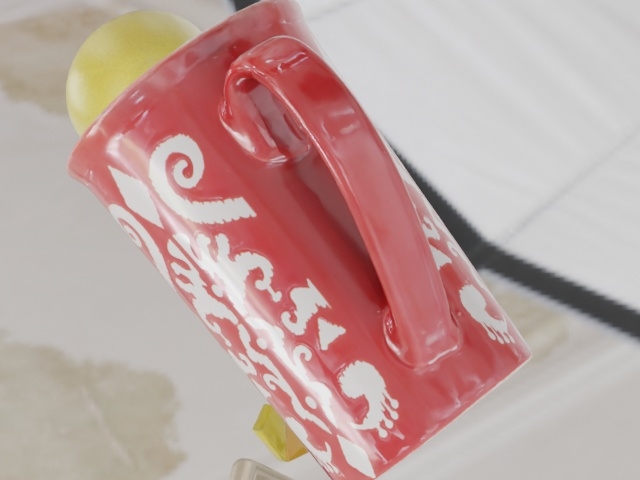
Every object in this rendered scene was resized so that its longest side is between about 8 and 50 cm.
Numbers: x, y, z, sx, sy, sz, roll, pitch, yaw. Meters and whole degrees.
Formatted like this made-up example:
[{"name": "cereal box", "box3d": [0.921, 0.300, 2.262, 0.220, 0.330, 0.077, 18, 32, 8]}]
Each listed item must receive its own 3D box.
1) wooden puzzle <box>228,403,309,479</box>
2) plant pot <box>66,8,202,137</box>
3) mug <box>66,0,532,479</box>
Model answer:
[{"name": "wooden puzzle", "box3d": [-0.030, 0.147, 0.816, 0.014, 0.078, 0.116, 3, -114, 32]}, {"name": "plant pot", "box3d": [-0.129, -0.109, 1.321, 0.134, 0.134, 0.095, -18, -150, -17]}, {"name": "mug", "box3d": [-0.007, 0.006, 0.619, 0.113, 0.169, 0.150, -37, 175, 7]}]
